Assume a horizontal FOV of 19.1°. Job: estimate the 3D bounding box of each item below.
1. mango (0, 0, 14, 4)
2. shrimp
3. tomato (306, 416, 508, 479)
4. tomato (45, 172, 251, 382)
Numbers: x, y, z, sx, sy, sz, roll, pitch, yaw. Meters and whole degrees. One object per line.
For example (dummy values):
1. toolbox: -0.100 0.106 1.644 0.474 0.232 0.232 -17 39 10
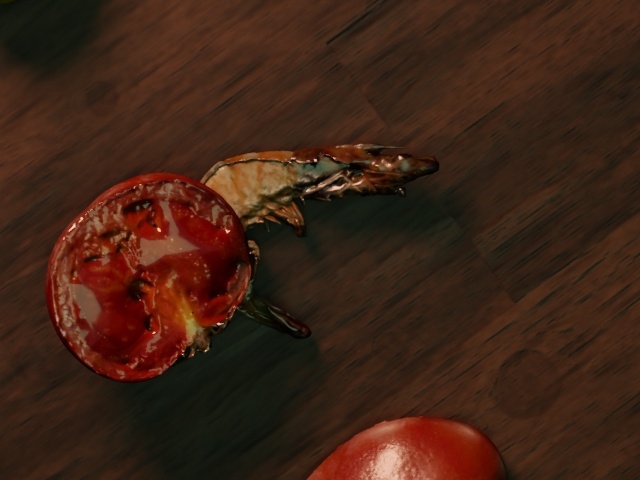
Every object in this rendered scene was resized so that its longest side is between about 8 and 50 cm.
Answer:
1. mango: -0.224 -0.249 1.367 0.117 0.089 0.163 16 105 -38
2. shrimp: 0.000 0.001 1.450 0.195 0.035 0.148 -7 96 5
3. tomato: 0.064 0.219 1.464 0.166 0.082 0.174 25 98 -6
4. tomato: -0.132 0.024 1.420 0.159 0.091 0.139 -42 106 -6
